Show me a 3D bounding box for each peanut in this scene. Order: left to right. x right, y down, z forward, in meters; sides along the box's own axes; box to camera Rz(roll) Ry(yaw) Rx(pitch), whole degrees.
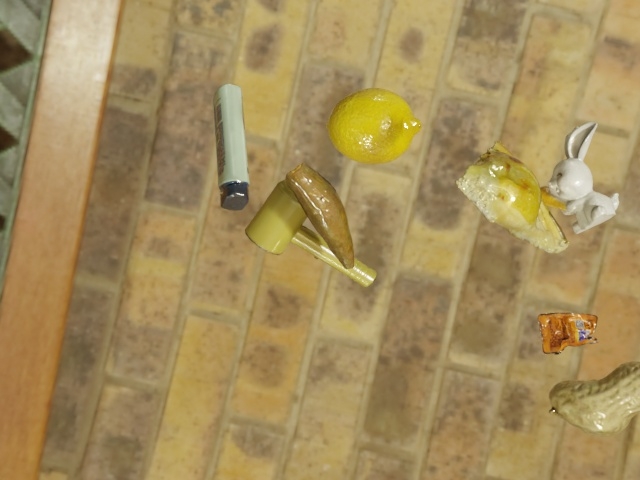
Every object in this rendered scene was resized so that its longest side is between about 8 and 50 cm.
[{"bbox_3d":[0.702,0.387,2.332,0.143,0.291,0.159,-22,89,-63],"label":"peanut"}]

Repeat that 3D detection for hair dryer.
[{"bbox_3d":[0.000,0.000,1.945,0.135,0.278,0.090,-54,-165,15],"label":"hair dryer"}]

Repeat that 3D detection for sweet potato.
[{"bbox_3d":[0.016,-0.048,1.786,0.244,0.077,0.077,55,26,-28],"label":"sweet potato"}]

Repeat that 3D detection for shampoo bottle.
[{"bbox_3d":[-0.252,-0.251,2.682,0.134,0.078,0.359,133,-44,-53],"label":"shampoo bottle"}]

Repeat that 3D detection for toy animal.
[{"bbox_3d":[0.467,-0.112,1.759,0.131,0.127,0.182,115,-49,-72],"label":"toy animal"}]

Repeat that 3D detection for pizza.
[{"bbox_3d":[0.309,-0.065,1.471,0.080,0.204,0.188,-42,171,30],"label":"pizza"}]

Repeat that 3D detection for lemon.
[{"bbox_3d":[0.124,-0.273,2.317,0.187,0.244,0.187,5,90,-70],"label":"lemon"}]

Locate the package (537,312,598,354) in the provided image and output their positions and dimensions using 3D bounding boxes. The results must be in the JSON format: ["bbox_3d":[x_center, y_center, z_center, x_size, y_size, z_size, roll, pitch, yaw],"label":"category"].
[{"bbox_3d":[0.471,0.174,1.830,0.033,0.110,0.077,-73,159,-75],"label":"package"}]
